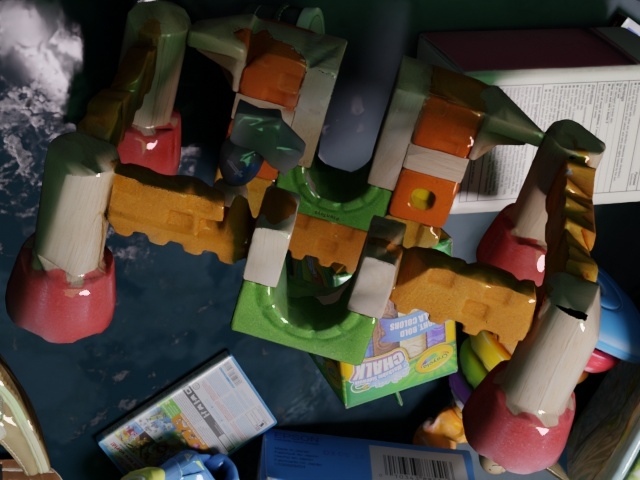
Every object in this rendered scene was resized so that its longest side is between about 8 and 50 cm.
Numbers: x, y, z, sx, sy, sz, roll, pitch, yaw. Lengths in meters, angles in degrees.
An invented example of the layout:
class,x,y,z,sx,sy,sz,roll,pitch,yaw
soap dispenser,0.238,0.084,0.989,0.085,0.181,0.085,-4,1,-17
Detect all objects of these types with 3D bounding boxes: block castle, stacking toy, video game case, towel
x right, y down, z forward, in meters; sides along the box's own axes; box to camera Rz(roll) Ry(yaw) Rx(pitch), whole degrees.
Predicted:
class,x,y,z,sx,sy,sz,roll,pitch,yaw
block castle,0.000,0.000,1.110,0.453,0.303,0.212,16,128,-2
stacking toy,0.205,0.150,1.506,0.166,0.175,0.302,24,117,-32
video game case,-0.141,0.202,1.434,0.166,0.015,0.119,-33,128,-5
towel,0.395,0.141,1.500,0.090,0.320,0.374,30,106,2

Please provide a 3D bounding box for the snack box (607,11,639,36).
class,x,y,z,sx,sy,sz,roll,pitch,yaw
snack box,0.290,-0.153,1.432,0.064,0.022,0.178,25,105,-33

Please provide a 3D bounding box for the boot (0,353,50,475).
class,x,y,z,sx,sy,sz,roll,pitch,yaw
boot,-0.365,0.171,1.266,0.165,0.077,0.213,-30,122,-8

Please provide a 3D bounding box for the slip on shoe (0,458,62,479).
class,x,y,z,sx,sy,sz,roll,pitch,yaw
slip on shoe,-0.324,0.247,1.356,0.135,0.051,0.041,14,151,-40

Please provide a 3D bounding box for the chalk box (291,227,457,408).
class,x,y,z,sx,sy,sz,roll,pitch,yaw
chalk box,0.054,0.076,1.382,0.132,0.132,0.213,-16,123,-18

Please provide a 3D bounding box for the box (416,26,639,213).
class,x,y,z,sx,sy,sz,roll,pitch,yaw
box,0.217,-0.123,1.331,0.232,0.127,0.148,-4,118,-17

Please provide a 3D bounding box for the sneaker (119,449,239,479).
class,x,y,z,sx,sy,sz,roll,pitch,yaw
sneaker,-0.125,0.307,1.444,0.126,0.091,0.240,-33,141,-6

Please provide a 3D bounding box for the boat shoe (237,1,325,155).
class,x,y,z,sx,sy,sz,roll,pitch,yaw
boat shoe,-0.038,-0.118,1.269,0.079,0.084,0.233,6,129,9

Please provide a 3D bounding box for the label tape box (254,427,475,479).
class,x,y,z,sx,sy,sz,roll,pitch,yaw
label tape box,0.027,0.388,1.525,0.241,0.106,0.333,7,116,-6

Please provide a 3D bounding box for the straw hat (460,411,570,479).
class,x,y,z,sx,sy,sz,roll,pitch,yaw
straw hat,0.224,0.197,1.420,0.144,0.144,0.061,37,84,-37
